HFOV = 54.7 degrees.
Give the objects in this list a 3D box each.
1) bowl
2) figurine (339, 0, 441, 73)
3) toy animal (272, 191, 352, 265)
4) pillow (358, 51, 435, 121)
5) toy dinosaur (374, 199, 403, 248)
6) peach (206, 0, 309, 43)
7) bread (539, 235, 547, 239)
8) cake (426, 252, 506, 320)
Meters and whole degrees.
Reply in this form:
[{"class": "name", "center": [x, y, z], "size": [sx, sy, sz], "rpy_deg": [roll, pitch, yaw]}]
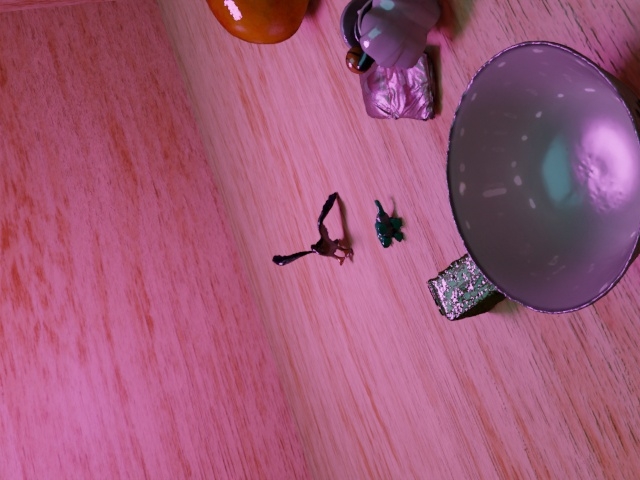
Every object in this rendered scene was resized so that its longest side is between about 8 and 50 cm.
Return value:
[{"class": "bowl", "center": [0.322, -0.085, 0.799], "size": [0.337, 0.157, 0.337], "rpy_deg": [170, 90, -66]}, {"class": "figurine", "center": [0.120, -0.395, 1.157], "size": [0.176, 0.133, 0.236], "rpy_deg": [-67, 22, 8]}, {"class": "toy animal", "center": [0.014, 0.008, 1.763], "size": [0.272, 0.160, 0.197], "rpy_deg": [-58, 26, 11]}, {"class": "pillow", "center": [0.158, -0.316, 1.278], "size": [0.248, 0.049, 0.135], "rpy_deg": [23, 126, 61]}, {"class": "toy dinosaur", "center": [0.151, -0.036, 1.489], "size": [0.096, 0.059, 0.132], "rpy_deg": [-141, 32, -68]}, {"class": "peach", "center": [-0.159, -0.658, 1.581], "size": [0.332, 0.308, 0.308], "rpy_deg": [76, 167, -48]}, {"class": "bread", "center": [0.319, -0.044, 0.972], "size": [0.105, 0.077, 0.152], "rpy_deg": [101, 146, -58]}, {"class": "cake", "center": [0.315, 0.057, 1.130], "size": [0.235, 0.099, 0.100], "rpy_deg": [-46, 57, 44]}]
